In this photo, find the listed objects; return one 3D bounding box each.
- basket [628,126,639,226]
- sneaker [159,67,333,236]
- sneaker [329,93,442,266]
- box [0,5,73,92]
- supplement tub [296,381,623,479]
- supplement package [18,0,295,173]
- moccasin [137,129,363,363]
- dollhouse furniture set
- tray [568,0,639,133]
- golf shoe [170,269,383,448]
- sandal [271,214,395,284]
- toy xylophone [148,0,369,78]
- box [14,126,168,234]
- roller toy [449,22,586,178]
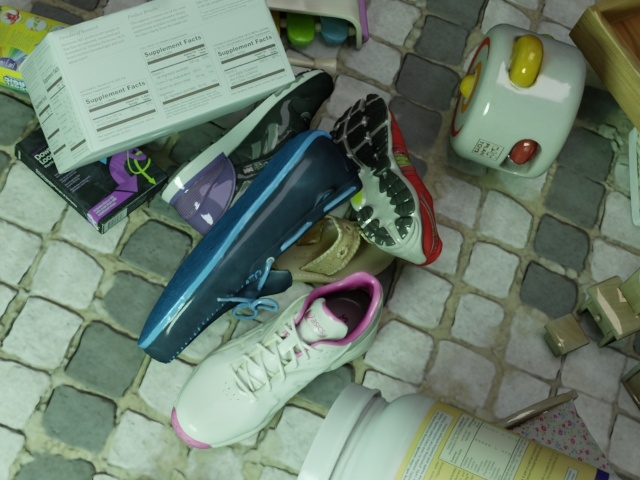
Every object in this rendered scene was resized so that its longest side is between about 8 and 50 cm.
[{"bbox_3d":[0.510,-0.103,1.886,0.113,0.103,0.167,11,59,-12],"label":"basket"},{"bbox_3d":[-0.067,-0.102,1.728,0.124,0.107,0.283,46,68,3],"label":"sneaker"},{"bbox_3d":[0.088,-0.073,1.759,0.118,0.107,0.279,36,29,-43],"label":"sneaker"},{"bbox_3d":[-0.367,-0.239,1.723,0.179,0.043,0.105,19,54,2],"label":"box"},{"bbox_3d":[0.147,0.311,1.452,0.331,0.241,0.241,23,57,12],"label":"supplement tub"},{"bbox_3d":[-0.201,-0.200,1.603,0.262,0.204,0.145,-22,94,-22],"label":"supplement package"},{"bbox_3d":[-0.074,0.022,1.591,0.117,0.138,0.342,43,85,-17],"label":"moccasin"},{"bbox_3d":[0.319,0.212,1.618,0.356,0.174,0.303,-20,69,-25],"label":"dollhouse furniture set"},{"bbox_3d":[0.540,-0.170,1.828,0.203,0.076,0.410,-23,72,-27],"label":"tray"},{"bbox_3d":[-0.046,0.129,1.576,0.306,0.140,0.115,-36,78,-28],"label":"golf shoe"},{"bbox_3d":[0.002,0.006,1.690,0.240,0.079,0.088,-8,65,-20],"label":"sandal"},{"bbox_3d":[-0.082,-0.322,1.843,0.323,0.081,0.236,11,59,-10],"label":"toy xylophone"},{"bbox_3d":[-0.289,-0.095,1.682,0.162,0.029,0.116,40,58,15],"label":"box"},{"bbox_3d":[0.259,-0.189,1.805,0.146,0.191,0.209,18,14,-5],"label":"roller toy"}]
